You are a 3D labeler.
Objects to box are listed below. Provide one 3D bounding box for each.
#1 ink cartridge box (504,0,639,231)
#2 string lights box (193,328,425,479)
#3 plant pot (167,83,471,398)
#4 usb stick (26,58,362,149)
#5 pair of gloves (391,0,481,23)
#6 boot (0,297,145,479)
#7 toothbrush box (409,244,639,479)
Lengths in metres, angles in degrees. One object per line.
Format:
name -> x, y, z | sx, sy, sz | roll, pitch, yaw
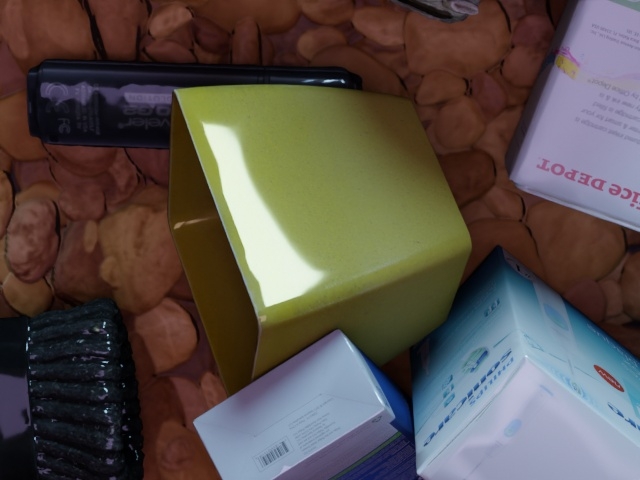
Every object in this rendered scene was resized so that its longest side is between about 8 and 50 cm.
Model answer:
ink cartridge box -> 0.257, -0.125, 1.425 | 0.154, 0.093, 0.212 | 19, 104, -2
string lights box -> 0.011, 0.165, 1.402 | 0.133, 0.259, 0.077 | -32, 67, 4
plant pot -> 0.000, 0.000, 1.392 | 0.187, 0.212, 0.212 | -14, 64, -14
usb stick -> -0.103, -0.111, 1.468 | 0.278, 0.045, 0.077 | 2, 113, 1
pair of gloves -> 0.006, -0.215, 1.352 | 0.240, 0.204, 0.042 | 21, 90, -4
boot -> -0.298, 0.072, 1.478 | 0.260, 0.131, 0.348 | -8, 116, 11
toothbrush box -> 0.190, 0.149, 1.400 | 0.216, 0.295, 0.126 | 39, 104, -8
